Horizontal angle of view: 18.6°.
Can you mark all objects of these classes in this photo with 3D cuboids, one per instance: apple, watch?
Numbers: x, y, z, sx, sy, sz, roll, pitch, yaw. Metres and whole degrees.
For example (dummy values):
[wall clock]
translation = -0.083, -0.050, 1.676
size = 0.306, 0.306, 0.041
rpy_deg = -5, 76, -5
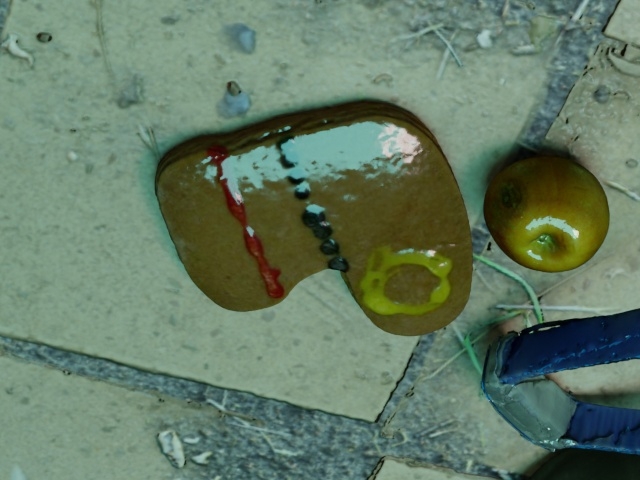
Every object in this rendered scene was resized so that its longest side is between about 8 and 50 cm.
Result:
[apple]
translation = 0.207, -0.025, 1.774
size = 0.114, 0.102, 0.099
rpy_deg = 20, 123, -16
[watch]
translation = 0.318, 0.155, 1.872
size = 0.274, 0.068, 0.276
rpy_deg = -15, 138, 38

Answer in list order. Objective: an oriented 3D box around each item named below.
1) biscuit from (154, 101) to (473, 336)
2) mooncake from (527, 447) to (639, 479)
[biscuit]
translation = 0.000, 0.001, 1.809
size = 0.277, 0.052, 0.262
rpy_deg = -11, 125, 4
[mooncake]
translation = 0.283, 0.284, 1.958
size = 0.168, 0.175, 0.104
rpy_deg = -50, 119, -21
